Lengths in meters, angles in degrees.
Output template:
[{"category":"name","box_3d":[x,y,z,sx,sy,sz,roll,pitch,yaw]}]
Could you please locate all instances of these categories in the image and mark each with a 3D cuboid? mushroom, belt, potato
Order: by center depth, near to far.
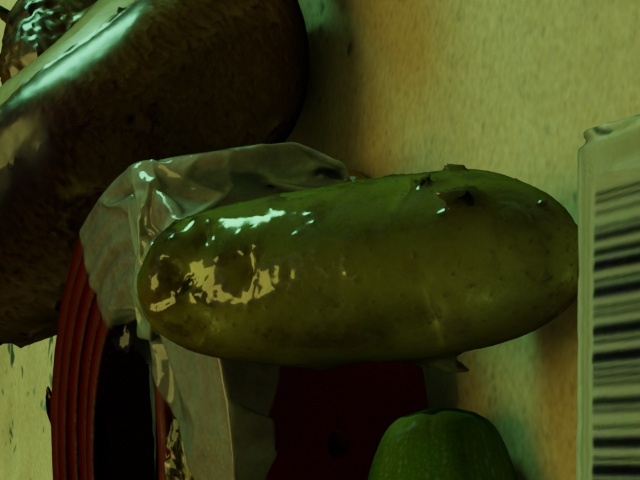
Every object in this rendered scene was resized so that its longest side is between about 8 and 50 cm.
[{"category":"potato","box_3d":[0.017,0.015,0.746,0.105,0.188,0.085,3,-97,-79]},{"category":"belt","box_3d":[-0.049,0.106,0.905,0.227,0.115,0.323,21,113,56]},{"category":"mushroom","box_3d":[-0.129,-0.058,1.062,0.297,0.163,0.278,-34,26,27]}]

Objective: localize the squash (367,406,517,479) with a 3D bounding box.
[{"category":"squash","box_3d":[0.053,0.202,0.725,0.082,0.082,0.292,131,139,-59]}]

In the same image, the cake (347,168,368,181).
[{"category":"cake","box_3d":[0.000,0.000,0.970,0.084,0.044,0.084,-174,90,-72]}]

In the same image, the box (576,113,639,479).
[{"category":"box","box_3d":[0.137,0.104,0.387,0.071,0.168,0.259,168,107,-67]}]
